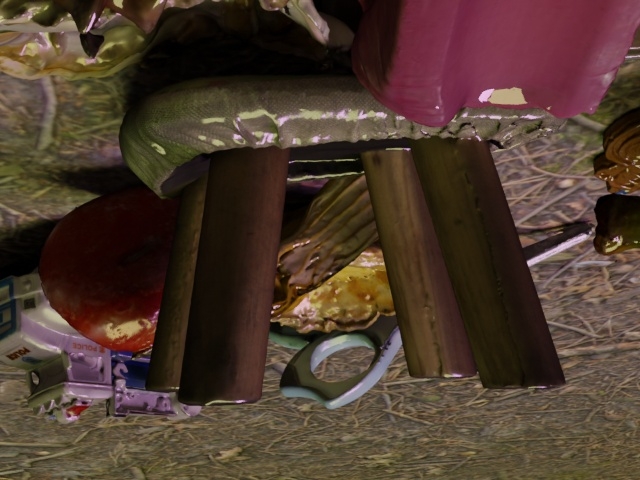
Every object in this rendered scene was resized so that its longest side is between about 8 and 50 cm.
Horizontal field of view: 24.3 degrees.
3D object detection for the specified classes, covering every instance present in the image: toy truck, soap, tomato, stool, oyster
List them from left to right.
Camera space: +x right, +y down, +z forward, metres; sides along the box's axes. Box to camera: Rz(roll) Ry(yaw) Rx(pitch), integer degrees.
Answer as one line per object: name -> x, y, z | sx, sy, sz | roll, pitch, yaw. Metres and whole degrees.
toy truck -> -0.222, 0.095, 1.455 | 0.213, 0.176, 0.161 | 11, 155, -38
oyster -> -0.127, -0.156, 0.937 | 0.201, 0.107, 0.355 | -4, -179, 37
tomato -> -0.139, 0.013, 1.288 | 0.189, 0.173, 0.099 | 11, 137, -34
stool -> 0.009, 0.002, 1.112 | 0.311, 0.226, 0.310 | -1, 178, -11
soap -> 0.072, -0.218, 0.617 | 0.128, 0.232, 0.359 | -6, 160, -3

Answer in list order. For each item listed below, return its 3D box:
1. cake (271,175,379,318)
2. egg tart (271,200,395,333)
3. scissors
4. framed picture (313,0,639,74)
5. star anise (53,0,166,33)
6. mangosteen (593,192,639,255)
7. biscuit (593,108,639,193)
cake -> -0.002, -0.004, 1.276 | 0.185, 0.079, 0.116 | -35, 177, 16
egg tart -> 0.000, 0.023, 1.441 | 0.213, 0.090, 0.212 | -6, 158, -3
scissors -> 0.114, 0.054, 1.531 | 0.360, 0.191, 0.029 | -24, 127, 6
framed picture -> 0.142, -0.175, 1.052 | 0.289, 0.016, 0.213 | -4, 160, -4
star anise -> -0.152, -0.192, 0.740 | 0.099, 0.214, 0.220 | -45, -174, 15
mangosteen -> 0.409, -0.010, 1.190 | 0.293, 0.297, 0.297 | 41, 145, -10
biscuit -> 0.309, -0.079, 1.334 | 0.124, 0.026, 0.175 | -2, 159, -6
